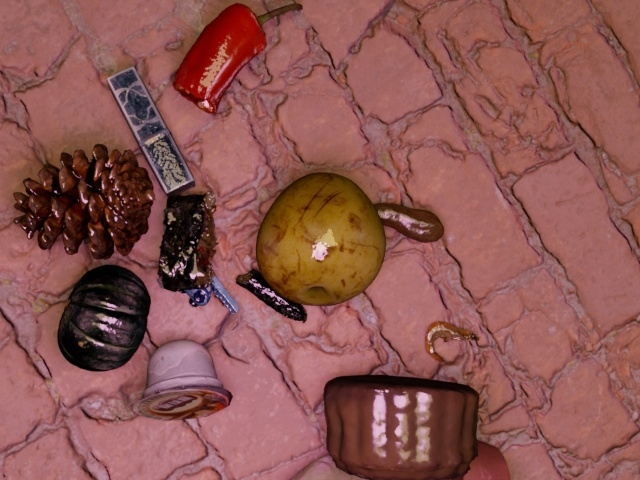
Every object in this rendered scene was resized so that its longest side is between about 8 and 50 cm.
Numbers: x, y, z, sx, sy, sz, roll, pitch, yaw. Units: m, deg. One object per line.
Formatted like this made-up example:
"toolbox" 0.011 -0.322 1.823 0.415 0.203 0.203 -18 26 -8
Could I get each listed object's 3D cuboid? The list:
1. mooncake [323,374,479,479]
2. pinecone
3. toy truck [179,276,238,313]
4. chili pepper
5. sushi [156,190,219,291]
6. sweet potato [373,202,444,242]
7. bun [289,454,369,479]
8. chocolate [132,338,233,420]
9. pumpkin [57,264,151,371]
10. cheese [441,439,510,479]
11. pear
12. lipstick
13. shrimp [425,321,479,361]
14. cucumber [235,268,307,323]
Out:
"mooncake" 0.163 0.376 1.513 0.324 0.324 0.187 3 85 -8
"pinecone" -0.472 -0.075 1.519 0.309 0.244 0.244 -4 85 9
"toy truck" -0.246 0.120 1.614 0.074 0.063 0.136 -39 94 -29
"chili pepper" -0.191 -0.448 1.639 0.131 0.134 0.338 34 82 10
"sushi" -0.274 0.011 1.561 0.115 0.147 0.212 4 62 -4
"sweet potato" 0.171 -0.043 1.687 0.233 0.062 0.081 6 86 -4
"bun" 0.029 0.590 1.552 0.272 0.168 0.273 0 92 -9
"chocolate" -0.281 0.283 1.547 0.221 0.221 0.147 2 59 -8
"pumpkin" -0.439 0.157 1.503 0.162 0.220 0.220 27 81 -25
"cheese" 0.319 0.531 1.589 0.128 0.177 0.203 23 81 -5
"pear" 0.000 0.000 1.562 0.283 0.283 0.284 1 84 -8
"lipstick" -0.370 -0.237 1.621 0.077 0.076 0.290 -28 86 -8
"shrimp" 0.300 0.233 1.694 0.127 0.025 0.091 5 84 -3
"cucumber" -0.104 0.124 1.637 0.181 0.053 0.053 36 81 -5
